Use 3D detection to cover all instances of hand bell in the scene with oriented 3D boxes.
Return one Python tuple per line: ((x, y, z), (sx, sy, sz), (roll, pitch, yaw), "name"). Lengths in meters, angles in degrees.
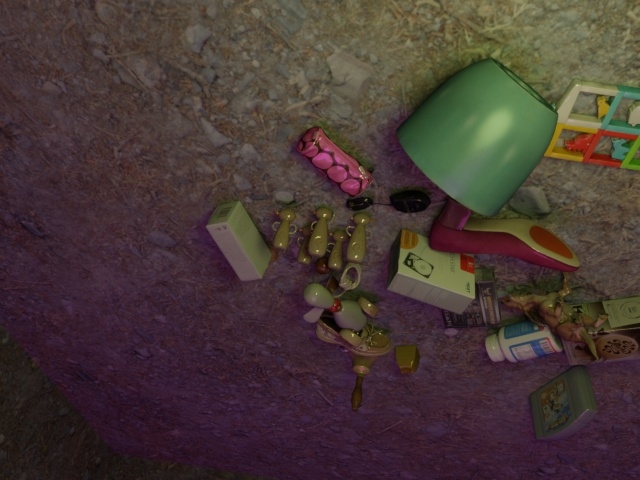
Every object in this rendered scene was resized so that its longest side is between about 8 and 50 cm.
((0.148, 0.525, 1.976), (0.126, 0.242, 0.126), (7, 136, 7), "hand bell")

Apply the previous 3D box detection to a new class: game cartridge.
((0.866, 0.603, 1.900), (0.062, 0.198, 0.297), (21, 136, -7), "game cartridge")

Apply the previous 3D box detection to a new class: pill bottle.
((0.662, 0.328, 1.724), (0.221, 0.124, 0.124), (-24, 125, 35), "pill bottle")

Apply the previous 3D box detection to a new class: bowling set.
((0.000, 0.000, 1.571), (0.286, 0.154, 0.200), (11, 157, 1), "bowling set")

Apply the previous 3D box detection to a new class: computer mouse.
((0.186, -0.111, 1.464), (0.242, 0.041, 0.071), (1, 152, 21), "computer mouse")

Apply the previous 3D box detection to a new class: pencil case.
((0.040, -0.205, 1.360), (0.209, 0.095, 0.098), (35, 168, -24), "pencil case")

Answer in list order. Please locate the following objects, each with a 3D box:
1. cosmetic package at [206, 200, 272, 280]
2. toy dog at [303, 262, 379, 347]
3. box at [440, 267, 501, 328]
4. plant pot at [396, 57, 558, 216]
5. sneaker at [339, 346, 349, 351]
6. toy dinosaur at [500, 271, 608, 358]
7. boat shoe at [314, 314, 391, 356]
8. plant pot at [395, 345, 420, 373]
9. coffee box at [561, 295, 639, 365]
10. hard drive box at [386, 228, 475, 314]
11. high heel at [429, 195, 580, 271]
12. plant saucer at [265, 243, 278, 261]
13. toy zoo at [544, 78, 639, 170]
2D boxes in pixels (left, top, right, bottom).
((-0.246, 0.004, 1.620), (0.085, 0.117, 0.231), (-9, 126, 24), "cosmetic package")
((0.049, 0.209, 1.741), (0.161, 0.220, 0.334), (27, 152, 48), "toy dog")
((0.470, 0.188, 1.677), (0.183, 0.056, 0.231), (-7, 133, 20), "box")
((0.348, -0.236, 1.119), (0.293, 0.293, 0.235), (30, 120, -17), "plant pot")
((0.106, 0.388, 2.000), (0.098, 0.038, 0.069), (-11, 118, 32), "sneaker")
((0.701, 0.230, 1.553), (0.296, 0.127, 0.200), (53, 148, 26), "toy dinosaur")
((0.119, 0.339, 1.891), (0.285, 0.105, 0.089), (12, 140, 3), "boat shoe")
((0.323, 0.450, 1.968), (0.081, 0.083, 0.081), (-6, 133, 21), "plant pot")
((0.899, 0.276, 1.609), (0.297, 0.119, 0.168), (-13, 130, 27), "coffee box")
((0.320, 0.088, 1.523), (0.232, 0.181, 0.089), (18, 136, -6), "hard drive box")
((0.481, 0.021, 1.411), (0.377, 0.127, 0.181), (31, 132, 20), "high heel")
((-0.176, 0.037, 1.721), (0.083, 0.015, 0.083), (8, 136, 8), "plant saucer")
((0.637, -0.258, 1.188), (0.293, 0.030, 0.192), (10, 137, 5), "toy zoo")
